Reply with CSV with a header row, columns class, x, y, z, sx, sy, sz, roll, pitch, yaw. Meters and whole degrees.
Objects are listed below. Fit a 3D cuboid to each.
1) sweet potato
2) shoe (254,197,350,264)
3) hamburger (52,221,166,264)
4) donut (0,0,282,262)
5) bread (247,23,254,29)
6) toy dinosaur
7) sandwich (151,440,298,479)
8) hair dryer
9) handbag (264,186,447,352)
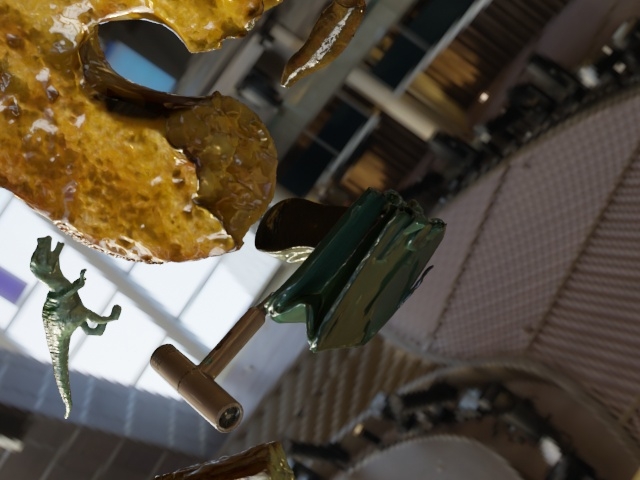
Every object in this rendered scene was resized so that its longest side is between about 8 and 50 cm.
class,x,y,z,sx,sy,sz,roll,pitch,yaw
sweet potato,0.007,-0.366,2.293,0.244,0.077,0.077,-47,-165,41
shoe,0.000,0.000,2.073,0.275,0.098,0.103,10,-111,44
hamburger,-0.381,-0.059,2.339,0.300,0.300,0.176,179,-68,-74
donut,-0.191,-0.211,1.281,0.163,0.377,0.435,-56,168,-57
bread,-0.179,-0.509,2.643,0.106,0.082,0.125,32,-62,56
toy dinosaur,-0.379,0.151,2.010,0.076,0.129,0.383,-109,-167,-57
sandwich,-0.122,0.510,2.040,0.262,0.325,0.131,-22,-172,18
hair dryer,-0.125,0.175,1.915,0.220,0.054,0.195,-36,-137,-18
handbag,0.066,0.045,1.743,0.238,0.089,0.326,-52,164,8
